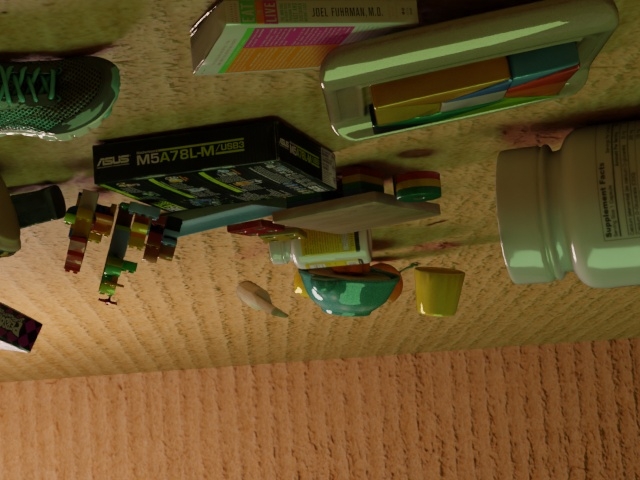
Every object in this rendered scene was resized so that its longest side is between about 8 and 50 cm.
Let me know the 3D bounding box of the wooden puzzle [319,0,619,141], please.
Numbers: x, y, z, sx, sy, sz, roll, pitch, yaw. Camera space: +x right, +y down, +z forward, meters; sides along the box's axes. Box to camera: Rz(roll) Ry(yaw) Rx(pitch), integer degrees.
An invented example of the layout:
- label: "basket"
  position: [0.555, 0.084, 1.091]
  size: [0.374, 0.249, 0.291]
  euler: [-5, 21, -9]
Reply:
- label: "wooden puzzle"
  position: [0.113, -0.123, 1.389]
  size: [0.221, 0.044, 0.239]
  euler: [-12, 171, 1]

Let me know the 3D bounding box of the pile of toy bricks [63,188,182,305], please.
- label: "pile of toy bricks"
  position: [-0.208, 0.014, 1.821]
  size: [0.118, 0.105, 0.212]
  euler: [14, 177, -6]

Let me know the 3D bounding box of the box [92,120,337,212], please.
- label: "box"
  position: [-0.097, -0.068, 1.717]
  size: [0.184, 0.045, 0.190]
  euler: [-5, 172, 17]

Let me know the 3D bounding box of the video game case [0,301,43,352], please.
- label: "video game case"
  position: [-0.440, 0.060, 1.979]
  size: [0.210, 0.042, 0.232]
  euler: [30, 166, -24]

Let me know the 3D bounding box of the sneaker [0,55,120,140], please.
- label: "sneaker"
  position: [-0.233, -0.110, 1.361]
  size: [0.166, 0.065, 0.076]
  euler: [-10, 165, 21]

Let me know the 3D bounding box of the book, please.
- label: "book"
  position: [-0.013, -0.150, 1.300]
  size: [0.144, 0.035, 0.096]
  euler: [-3, 170, -20]

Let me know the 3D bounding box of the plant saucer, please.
- label: "plant saucer"
  position: [-0.122, -0.028, 2.024]
  size: [0.192, 0.018, 0.067]
  euler: [-11, 168, 40]

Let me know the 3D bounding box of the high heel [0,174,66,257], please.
- label: "high heel"
  position: [-0.380, -0.013, 1.748]
  size: [0.186, 0.093, 0.261]
  euler: [-13, 177, 15]

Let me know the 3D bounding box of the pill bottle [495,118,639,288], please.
- label: "pill bottle"
  position: [0.319, -0.038, 1.725]
  size: [0.283, 0.160, 0.160]
  euler: [-6, 170, 16]

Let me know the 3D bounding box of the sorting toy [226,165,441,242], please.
- label: "sorting toy"
  position: [0.030, -0.043, 1.911]
  size: [0.274, 0.046, 0.132]
  euler: [-11, 168, 34]

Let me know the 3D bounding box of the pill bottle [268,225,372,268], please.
- label: "pill bottle"
  position: [0.000, 0.000, 2.098]
  size: [0.116, 0.065, 0.065]
  euler: [-6, 170, 7]

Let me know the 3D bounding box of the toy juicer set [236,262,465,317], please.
- label: "toy juicer set"
  position: [0.014, 0.047, 2.383]
  size: [0.329, 0.089, 0.209]
  euler: [-1, -171, -37]
